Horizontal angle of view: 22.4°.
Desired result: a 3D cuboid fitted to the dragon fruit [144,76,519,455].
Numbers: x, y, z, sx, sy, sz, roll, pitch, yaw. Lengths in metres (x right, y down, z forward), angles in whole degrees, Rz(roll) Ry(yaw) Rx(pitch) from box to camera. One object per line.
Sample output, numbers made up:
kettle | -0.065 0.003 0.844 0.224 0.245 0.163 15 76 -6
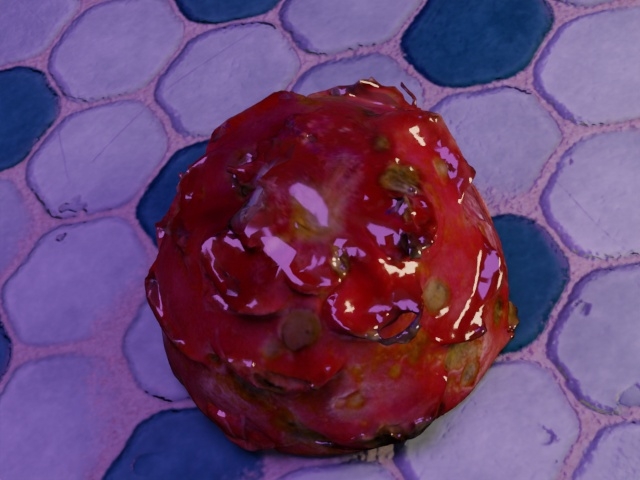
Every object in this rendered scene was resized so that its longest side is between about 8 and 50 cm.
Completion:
dragon fruit | 0.000 0.000 1.542 0.370 0.249 0.386 22 65 25
